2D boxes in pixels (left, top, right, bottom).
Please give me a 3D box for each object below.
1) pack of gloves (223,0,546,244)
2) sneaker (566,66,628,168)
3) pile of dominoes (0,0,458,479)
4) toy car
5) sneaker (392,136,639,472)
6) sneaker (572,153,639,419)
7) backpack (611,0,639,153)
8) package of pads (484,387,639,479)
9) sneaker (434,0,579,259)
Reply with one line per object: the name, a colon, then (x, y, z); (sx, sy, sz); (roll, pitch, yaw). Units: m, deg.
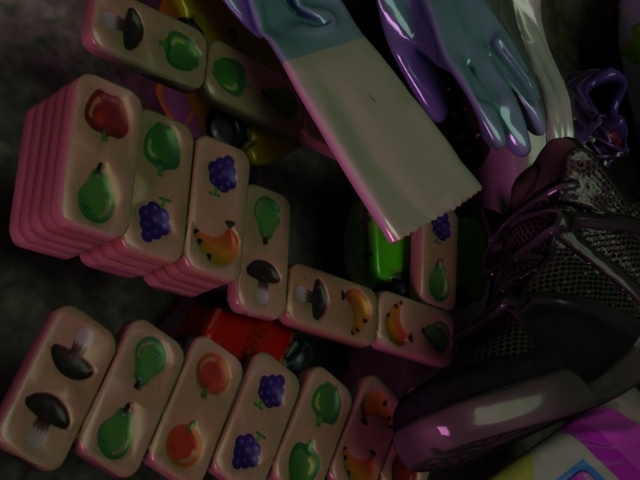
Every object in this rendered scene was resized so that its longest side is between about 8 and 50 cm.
pack of gloves: (0.011, -0.116, 0.538); (0.195, 0.046, 0.232); (-30, 84, -48)
sneaker: (0.171, -0.054, 0.715); (0.068, 0.071, 0.169); (36, 55, -32)
pile of dominoes: (-0.011, 0.012, 0.457); (0.251, 0.040, 0.195); (20, 65, -40)
toy car: (0.000, 0.000, 0.540); (0.225, 0.053, 0.239); (13, 69, -43)
sneaker: (0.101, 0.028, 0.526); (0.228, 0.087, 0.130); (-21, 77, -38)
sneaker: (0.236, 0.025, 0.719); (0.079, 0.121, 0.216); (25, 61, -39)
backpack: (0.369, -0.083, 0.820); (0.290, 0.273, 0.355); (-25, 84, -38)
package of pads: (0.127, 0.221, 0.482); (0.297, 0.101, 0.229); (-22, 61, -39)
sneaker: (0.087, -0.113, 0.646); (0.108, 0.100, 0.271); (-2, 82, -19)
